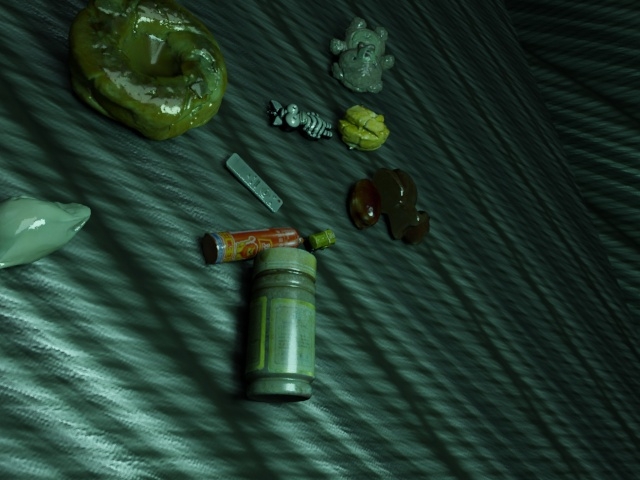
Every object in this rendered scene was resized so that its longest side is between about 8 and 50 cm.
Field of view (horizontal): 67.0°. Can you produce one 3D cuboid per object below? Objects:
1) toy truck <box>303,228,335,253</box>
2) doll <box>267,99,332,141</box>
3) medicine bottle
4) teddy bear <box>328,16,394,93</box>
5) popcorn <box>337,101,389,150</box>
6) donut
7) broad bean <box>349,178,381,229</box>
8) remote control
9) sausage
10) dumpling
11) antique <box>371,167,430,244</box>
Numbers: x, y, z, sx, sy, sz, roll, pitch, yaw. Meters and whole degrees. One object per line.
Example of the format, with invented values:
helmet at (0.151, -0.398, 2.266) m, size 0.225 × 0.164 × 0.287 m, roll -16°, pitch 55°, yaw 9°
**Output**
toy truck at (0.000, 0.000, 1.313) m, size 0.083 × 0.054 × 0.049 m, roll -17°, pitch 80°, yaw -43°
doll at (-0.057, -0.350, 1.428) m, size 0.220 × 0.067 × 0.090 m, roll 9°, pitch 68°, yaw -33°
medicine bottle at (-0.086, 0.189, 1.088) m, size 0.151 × 0.151 × 0.322 m, roll 18°, pitch 60°, yaw -31°
teddy bear at (0.138, -0.633, 1.664) m, size 0.236 × 0.151 × 0.267 m, roll 18°, pitch 54°, yaw -7°
popcorn at (0.134, -0.355, 1.531) m, size 0.167 × 0.149 × 0.152 m, roll 25°, pitch 85°, yaw -44°
donut at (-0.388, -0.404, 1.127) m, size 0.361 × 0.170 × 0.360 m, roll 12°, pitch 66°, yaw -30°
broad bean at (0.140, -0.115, 1.464) m, size 0.114 × 0.085 × 0.165 m, roll 48°, pitch 39°, yaw -31°
remote control at (-0.175, -0.148, 1.267) m, size 0.184 × 0.027 × 0.050 m, roll 46°, pitch 50°, yaw -18°
sausage at (-0.151, 0.007, 1.180) m, size 0.274 × 0.074 × 0.074 m, roll -7°, pitch 74°, yaw -41°
dumpling at (-0.542, -0.027, 0.870) m, size 0.151 × 0.124 × 0.229 m, roll 30°, pitch 36°, yaw 23°
antique at (0.266, -0.109, 1.538) m, size 0.143 × 0.121 × 0.256 m, roll -6°, pitch 66°, yaw -49°
